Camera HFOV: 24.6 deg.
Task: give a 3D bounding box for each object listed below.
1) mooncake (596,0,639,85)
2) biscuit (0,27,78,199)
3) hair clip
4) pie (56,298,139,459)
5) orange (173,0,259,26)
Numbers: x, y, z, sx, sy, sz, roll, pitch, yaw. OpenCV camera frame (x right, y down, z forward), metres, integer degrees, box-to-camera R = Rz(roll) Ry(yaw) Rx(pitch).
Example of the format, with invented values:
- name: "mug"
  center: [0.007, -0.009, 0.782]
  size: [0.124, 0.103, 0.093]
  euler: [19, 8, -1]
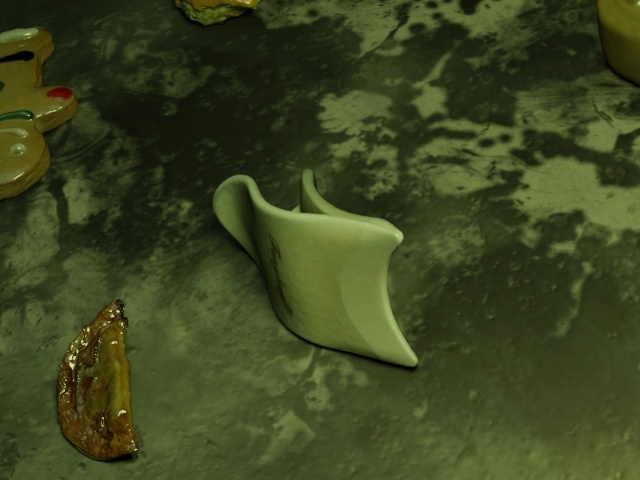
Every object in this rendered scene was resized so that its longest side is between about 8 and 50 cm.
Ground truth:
- name: "mooncake"
  center: [0.442, -0.279, 1.704]
  size: [0.235, 0.117, 0.234]
  euler: [-8, 44, 8]
- name: "biscuit"
  center: [-0.408, -0.168, 1.858]
  size: [0.197, 0.049, 0.301]
  euler: [-17, 48, 1]
- name: "hair clip"
  center: [-0.014, 0.009, 1.530]
  size: [0.113, 0.172, 0.282]
  euler: [-20, 37, -15]
- name: "pie"
  center: [-0.233, 0.153, 1.533]
  size: [0.088, 0.033, 0.191]
  euler: [-18, 52, 8]
- name: "orange"
  center: [-0.127, -0.365, 1.929]
  size: [0.160, 0.112, 0.170]
  euler: [-25, 36, -9]
